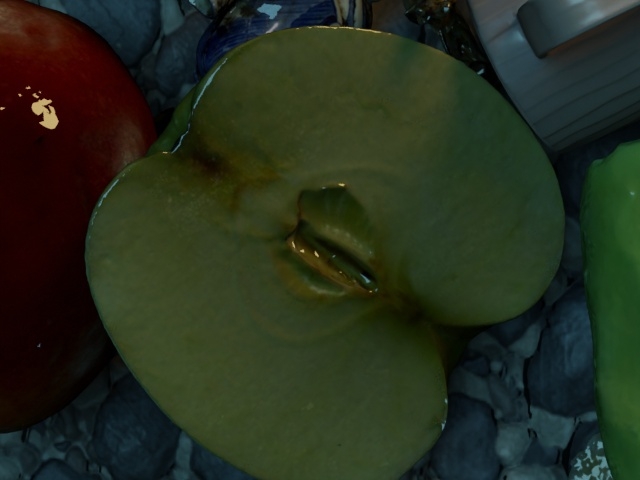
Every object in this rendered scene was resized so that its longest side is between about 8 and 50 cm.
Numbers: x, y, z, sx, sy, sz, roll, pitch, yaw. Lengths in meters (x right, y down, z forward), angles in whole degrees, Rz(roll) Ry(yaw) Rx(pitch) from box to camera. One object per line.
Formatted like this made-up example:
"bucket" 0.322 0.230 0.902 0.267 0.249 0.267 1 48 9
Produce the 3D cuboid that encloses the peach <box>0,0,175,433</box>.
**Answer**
"peach" -0.318 -0.012 1.661 0.335 0.310 0.406 25 107 15

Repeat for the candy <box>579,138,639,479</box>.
"candy" 0.297 0.083 1.534 0.142 0.132 0.343 -11 76 32

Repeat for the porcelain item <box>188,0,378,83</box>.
"porcelain item" -0.063 -0.248 1.642 0.186 0.288 0.138 -41 37 -20

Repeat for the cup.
"cup" 0.272 -0.198 1.515 0.273 0.288 0.208 -25 118 19

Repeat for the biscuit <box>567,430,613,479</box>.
"biscuit" 0.226 0.290 1.608 0.141 0.038 0.290 39 95 15

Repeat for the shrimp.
"shrimp" 0.111 -0.184 1.584 0.052 0.251 0.143 -34 97 12

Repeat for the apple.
"apple" 0.000 0.000 1.553 0.360 0.320 0.312 37 134 -19
